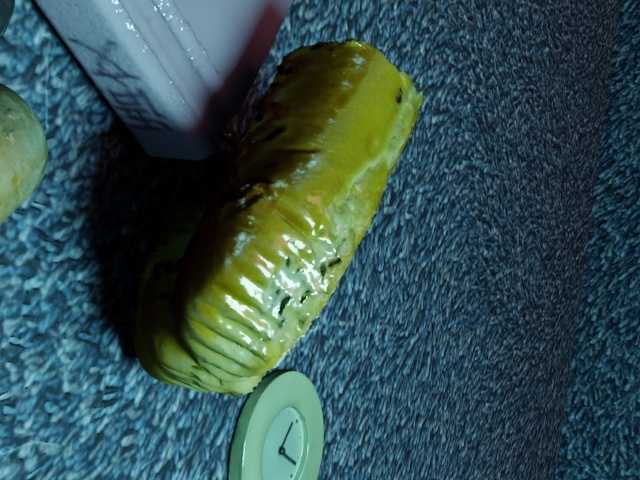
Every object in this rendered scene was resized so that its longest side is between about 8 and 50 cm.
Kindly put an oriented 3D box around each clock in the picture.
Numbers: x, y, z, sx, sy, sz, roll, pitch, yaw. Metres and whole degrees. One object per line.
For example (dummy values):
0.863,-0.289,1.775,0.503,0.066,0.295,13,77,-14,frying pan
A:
-0.062,0.305,1.520,0.235,0.029,0.234,-12,104,-61,clock

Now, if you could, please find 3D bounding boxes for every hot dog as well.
-0.071,-0.006,1.168,0.367,0.196,0.365,-47,-163,55,hot dog

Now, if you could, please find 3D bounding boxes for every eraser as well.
-0.178,-0.302,1.100,0.272,0.122,0.359,-66,147,-29,eraser

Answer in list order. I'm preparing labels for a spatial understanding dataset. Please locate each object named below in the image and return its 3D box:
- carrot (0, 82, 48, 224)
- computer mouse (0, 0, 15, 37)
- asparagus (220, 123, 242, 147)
-0.344,-0.014,0.841,0.301,0.139,0.138,-59,143,-37,carrot
-0.331,-0.265,0.877,0.122,0.074,0.217,-42,124,-54,computer mouse
-0.093,-0.125,1.383,0.248,0.024,0.025,33,60,-57,asparagus
